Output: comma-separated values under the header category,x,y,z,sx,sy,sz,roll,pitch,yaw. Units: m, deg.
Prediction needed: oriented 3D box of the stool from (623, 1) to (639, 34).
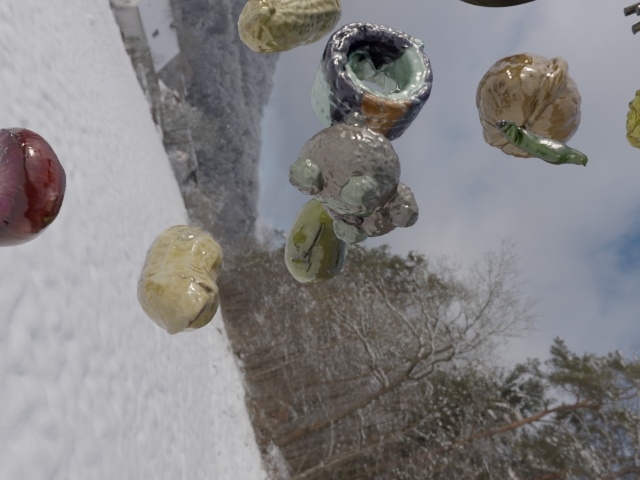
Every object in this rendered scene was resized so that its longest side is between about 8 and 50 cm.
category,x,y,z,sx,sy,sz,roll,pitch,yaw
stool,0.787,-0.556,1.117,0.217,0.121,0.125,-28,105,-73

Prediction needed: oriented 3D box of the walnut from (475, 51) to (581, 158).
category,x,y,z,sx,sy,sz,roll,pitch,yaw
walnut,0.565,-0.369,1.338,0.285,0.296,0.285,-55,-171,12

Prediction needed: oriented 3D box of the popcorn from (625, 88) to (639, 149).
category,x,y,z,sx,sy,sz,roll,pitch,yaw
popcorn,0.740,-0.264,0.992,0.218,0.189,0.169,97,-17,-76

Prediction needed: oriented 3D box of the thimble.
category,x,y,z,sx,sy,sz,roll,pitch,yaw
thimble,0.105,-0.312,0.974,0.150,0.238,0.237,122,-44,-62

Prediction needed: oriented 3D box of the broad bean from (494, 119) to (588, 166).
category,x,y,z,sx,sy,sz,roll,pitch,yaw
broad bean,0.429,-0.192,0.973,0.061,0.195,0.046,-62,178,-72

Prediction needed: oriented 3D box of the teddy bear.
category,x,y,z,sx,sy,sz,roll,pitch,yaw
teddy bear,0.057,-0.086,0.808,0.151,0.236,0.267,-61,161,-15

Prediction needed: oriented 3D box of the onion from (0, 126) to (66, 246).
category,x,y,z,sx,sy,sz,roll,pitch,yaw
onion,-0.586,-0.103,0.938,0.161,0.248,0.247,-20,103,-58

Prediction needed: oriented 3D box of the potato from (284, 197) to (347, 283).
category,x,y,z,sx,sy,sz,roll,pitch,yaw
potato,0.000,0.000,1.157,0.144,0.169,0.248,30,-57,15

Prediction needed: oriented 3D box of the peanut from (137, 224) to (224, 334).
category,x,y,z,sx,sy,sz,roll,pitch,yaw
peanut,-0.291,0.082,1.030,0.340,0.174,0.158,-97,-172,-55

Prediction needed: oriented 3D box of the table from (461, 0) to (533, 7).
category,x,y,z,sx,sy,sz,roll,pitch,yaw
table,0.482,-0.840,1.326,0.317,0.318,0.249,91,-1,-46

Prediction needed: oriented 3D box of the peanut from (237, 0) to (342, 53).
category,x,y,z,sx,sy,sz,roll,pitch,yaw
peanut,-0.070,-0.527,1.156,0.152,0.313,0.152,22,-46,26
